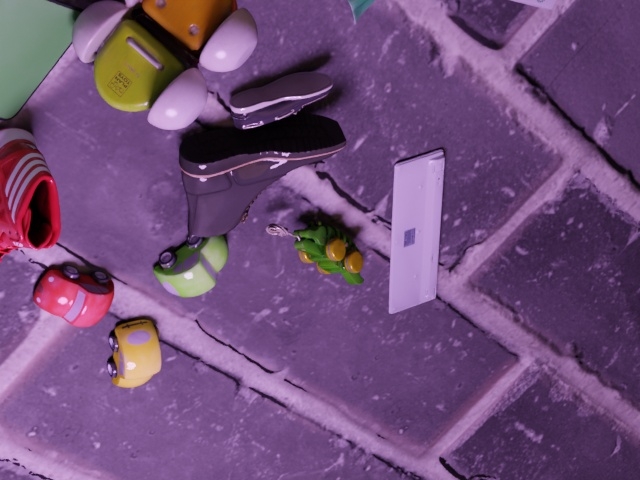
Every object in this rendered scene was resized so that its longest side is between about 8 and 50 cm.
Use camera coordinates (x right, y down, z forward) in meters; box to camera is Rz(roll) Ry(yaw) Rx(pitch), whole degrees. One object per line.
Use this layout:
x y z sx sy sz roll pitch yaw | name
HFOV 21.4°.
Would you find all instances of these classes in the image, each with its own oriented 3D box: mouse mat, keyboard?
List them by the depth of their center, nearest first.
-0.324 -0.190 1.732 0.152 0.007 0.190 -50 160 12 | mouse mat
0.125 -0.008 2.240 0.072 0.014 0.256 -15 132 -17 | keyboard

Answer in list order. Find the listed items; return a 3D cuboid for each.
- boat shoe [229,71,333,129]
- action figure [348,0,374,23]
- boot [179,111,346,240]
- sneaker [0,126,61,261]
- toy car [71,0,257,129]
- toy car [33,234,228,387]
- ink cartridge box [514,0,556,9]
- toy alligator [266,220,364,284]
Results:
-0.045 -0.161 1.971 0.125 0.046 0.038 -20 134 -15 | boat shoe
0.109 -0.346 1.814 0.232 0.063 0.137 -30 134 -5 | action figure
-0.071 -0.074 2.016 0.198 0.077 0.137 -8 135 -12 | boot
-0.357 -0.002 1.832 0.087 0.128 0.221 9 119 -39 | sneaker
-0.160 -0.212 1.799 0.182 0.159 0.136 -49 175 3 | toy car
-0.201 0.069 2.052 0.225 0.053 0.239 -37 137 -2 | toy car
0.171 -0.373 1.927 0.333 0.065 0.165 8 120 -39 | ink cartridge box
0.000 0.000 2.136 0.190 0.056 0.051 34 61 -44 | toy alligator
